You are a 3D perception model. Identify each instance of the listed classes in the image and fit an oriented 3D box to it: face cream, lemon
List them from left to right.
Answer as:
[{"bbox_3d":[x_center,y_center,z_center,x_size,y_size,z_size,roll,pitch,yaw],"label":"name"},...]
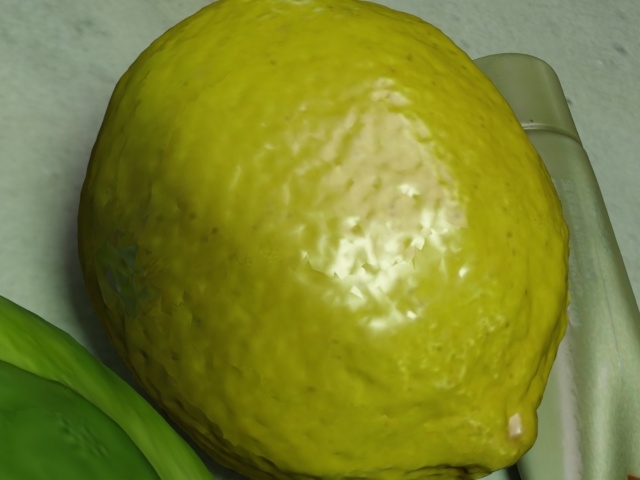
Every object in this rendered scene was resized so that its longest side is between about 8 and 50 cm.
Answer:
[{"bbox_3d":[0.000,0.000,0.691,0.204,0.204,0.260,-11,56,-42],"label":"lemon"},{"bbox_3d":[0.131,0.058,0.834,0.137,0.084,0.341,14,50,-39],"label":"face cream"}]

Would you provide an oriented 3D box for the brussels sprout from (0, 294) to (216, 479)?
[{"bbox_3d":[-0.134,0.167,0.364,0.315,0.275,0.371,52,20,-54],"label":"brussels sprout"}]
